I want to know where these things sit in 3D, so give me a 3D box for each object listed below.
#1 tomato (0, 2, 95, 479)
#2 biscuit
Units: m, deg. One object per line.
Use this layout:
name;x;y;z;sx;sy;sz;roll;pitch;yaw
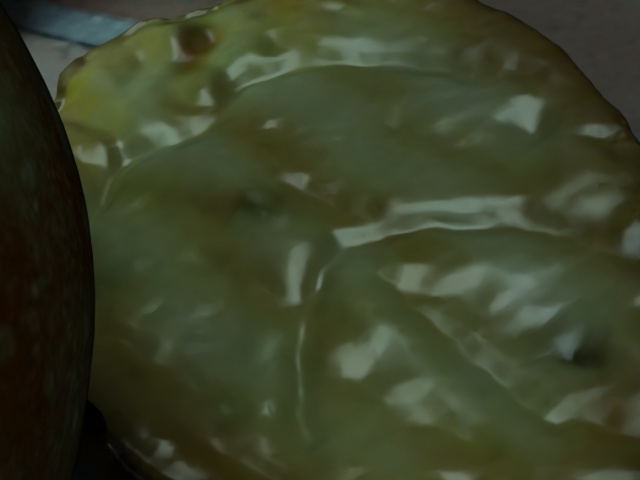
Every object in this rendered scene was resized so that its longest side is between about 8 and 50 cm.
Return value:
tomato;-0.167;0.028;0.363;0.270;0.222;0.270;-33;30;22
biscuit;0.000;0.004;0.483;0.203;0.041;0.260;-31;47;-20
